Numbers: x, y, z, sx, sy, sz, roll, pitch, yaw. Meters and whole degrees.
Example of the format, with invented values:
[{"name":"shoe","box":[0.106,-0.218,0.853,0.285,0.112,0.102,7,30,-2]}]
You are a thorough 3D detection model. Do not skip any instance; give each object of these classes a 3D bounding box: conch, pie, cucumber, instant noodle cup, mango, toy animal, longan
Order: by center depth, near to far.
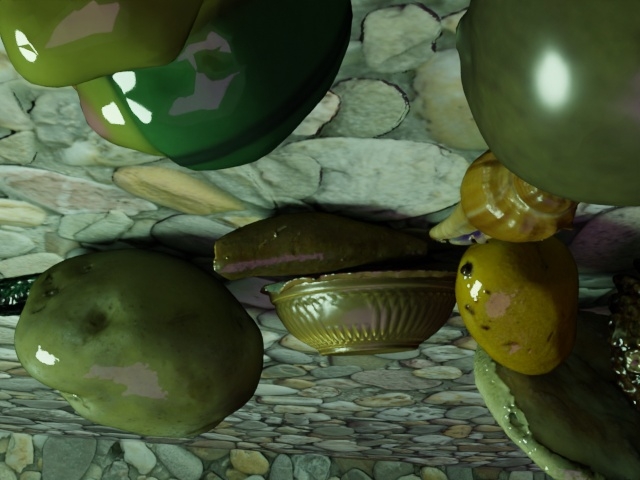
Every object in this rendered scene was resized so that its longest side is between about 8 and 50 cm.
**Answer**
[{"name":"toy animal","box":[-0.082,-0.162,0.365,0.191,0.216,0.338,-30,154,5]},{"name":"longan","box":[0.178,-0.115,0.448,0.197,0.196,0.220,5,152,-7]},{"name":"conch","box":[0.172,-0.043,0.761,0.109,0.093,0.330,-11,180,-13]},{"name":"mango","box":[0.241,0.074,0.920,0.227,0.147,0.109,51,173,-36]},{"name":"instant noodle cup","box":[0.060,0.097,0.992,0.274,0.090,0.274,-4,169,-1]},{"name":"pie","box":[0.339,0.200,1.020,0.338,0.337,0.075,8,126,-12]},{"name":"cucumber","box":[-0.388,0.075,1.119,0.220,0.046,0.070,-8,147,19]}]

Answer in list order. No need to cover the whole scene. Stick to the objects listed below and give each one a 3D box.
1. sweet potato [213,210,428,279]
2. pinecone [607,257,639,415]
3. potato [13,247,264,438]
[{"name":"sweet potato","box":[0.000,0.000,0.883,0.244,0.077,0.077,-7,158,-10]},{"name":"pinecone","box":[0.480,0.115,0.901,0.292,0.246,0.246,-14,158,-8]},{"name":"potato","box":[-0.216,0.131,1.007,0.326,0.220,0.243,27,135,-29]}]
